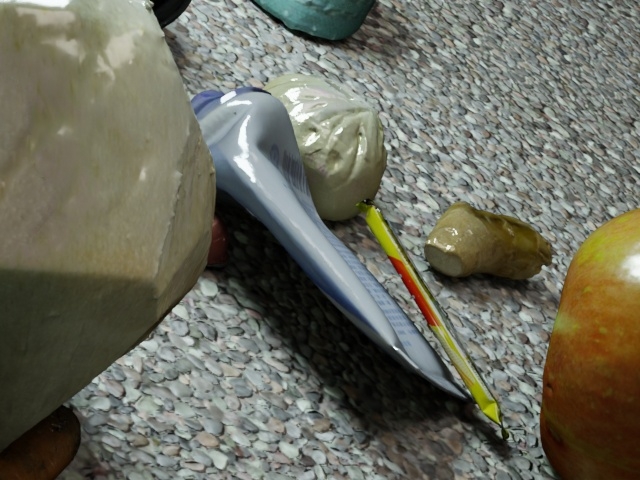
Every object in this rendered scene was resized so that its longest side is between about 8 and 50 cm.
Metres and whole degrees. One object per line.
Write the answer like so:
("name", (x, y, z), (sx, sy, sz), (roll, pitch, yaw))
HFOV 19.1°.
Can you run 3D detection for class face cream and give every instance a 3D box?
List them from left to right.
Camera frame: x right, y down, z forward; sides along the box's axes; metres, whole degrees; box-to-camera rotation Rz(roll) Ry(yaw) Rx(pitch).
("face cream", (0.000, 0.000, 1.956), (0.420, 0.137, 0.235), (48, 4, 22))

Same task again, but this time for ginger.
("ginger", (0.188, 0.005, 2.206), (0.190, 0.069, 0.095), (8, 32, -36))

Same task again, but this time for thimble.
("thimble", (-0.006, -0.384, 2.558), (0.198, 0.143, 0.235), (21, 28, -21))

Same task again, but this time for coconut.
("coconut", (-0.253, -0.032, 1.514), (0.344, 0.415, 0.415), (2, 26, 12))

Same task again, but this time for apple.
("apple", (0.383, 0.131, 1.934), (0.339, 0.339, 0.339), (24, 29, -14))

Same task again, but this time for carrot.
("carrot", (-0.248, 0.186, 1.497), (0.060, 0.060, 0.186), (35, 33, 5))

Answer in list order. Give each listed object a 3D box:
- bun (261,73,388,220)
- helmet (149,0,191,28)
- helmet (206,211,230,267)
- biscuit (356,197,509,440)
("bun", (0.004, -0.118, 2.160), (0.178, 0.128, 0.193), (36, 26, 10))
("helmet", (-0.233, -0.340, 2.211), (0.216, 0.189, 0.193), (28, 25, 10))
("helmet", (-0.119, -0.009, 1.941), (0.084, 0.049, 0.065), (7, 36, -38))
("biscuit", (0.119, 0.078, 1.968), (0.292, 0.026, 0.048), (59, 5, 14))
